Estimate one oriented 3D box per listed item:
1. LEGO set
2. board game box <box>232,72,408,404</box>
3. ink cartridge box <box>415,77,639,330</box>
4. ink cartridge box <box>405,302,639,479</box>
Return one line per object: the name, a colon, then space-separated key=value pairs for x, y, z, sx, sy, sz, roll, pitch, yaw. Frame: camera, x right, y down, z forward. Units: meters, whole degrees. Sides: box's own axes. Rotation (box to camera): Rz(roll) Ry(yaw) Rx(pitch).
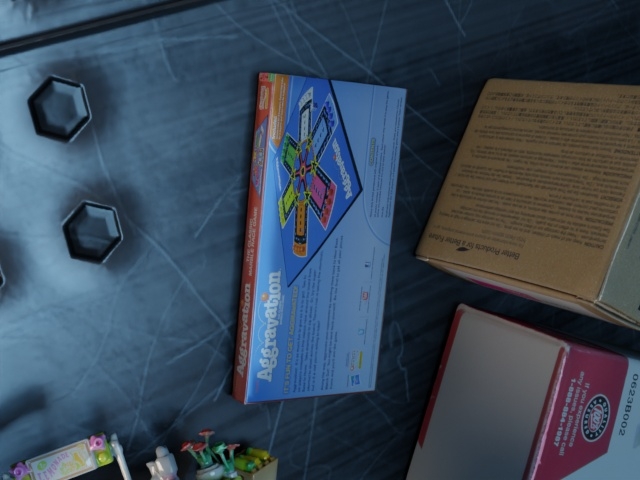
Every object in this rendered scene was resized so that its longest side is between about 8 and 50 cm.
LEGO set: x=-0.144 y=0.192 z=0.840 sx=0.287 sy=0.132 sz=0.107 roll=-18 pitch=88 yaw=-34
board game box: x=0.000 y=0.000 z=0.953 sx=0.145 sy=0.027 sz=0.281 roll=0 pitch=99 yaw=-36
ink cartridge box: x=0.217 y=-0.040 z=0.968 sx=0.088 sy=0.234 sz=0.193 roll=25 pitch=85 yaw=-35
ink cartridge box: x=0.287 y=0.246 z=1.119 sx=0.384 sy=0.160 sz=0.279 roll=15 pitch=90 yaw=-36
